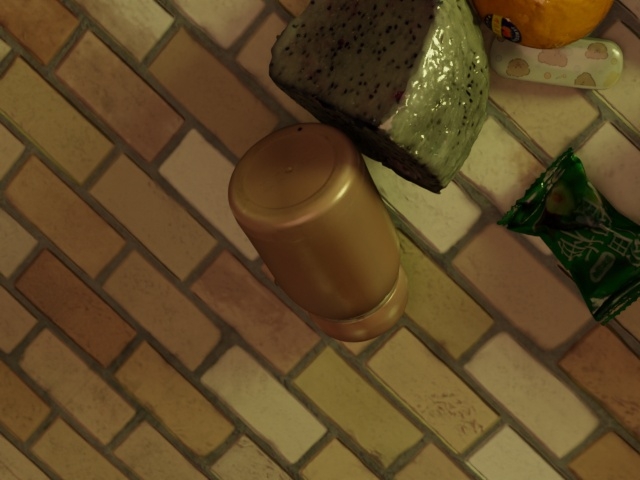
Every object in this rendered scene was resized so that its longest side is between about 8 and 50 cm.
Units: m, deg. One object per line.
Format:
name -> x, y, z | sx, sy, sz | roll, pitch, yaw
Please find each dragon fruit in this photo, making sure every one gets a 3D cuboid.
dragon fruit -> 0.105, -0.207, 1.578 | 0.283, 0.204, 0.221 | 30, 91, 48

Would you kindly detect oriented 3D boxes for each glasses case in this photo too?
glasses case -> 0.294, -0.226, 1.603 | 0.164, 0.041, 0.063 | 9, 109, 12

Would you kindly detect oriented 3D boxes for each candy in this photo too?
candy -> 0.346, -0.006, 1.639 | 0.203, 0.078, 0.141 | 47, 131, 9

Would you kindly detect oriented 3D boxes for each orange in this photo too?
orange -> 0.262, -0.312, 1.519 | 0.178, 0.155, 0.177 | -4, 68, 9

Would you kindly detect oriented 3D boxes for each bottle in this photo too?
bottle -> 0.000, 0.000, 1.647 | 0.206, 0.173, 0.297 | 10, 149, 32
